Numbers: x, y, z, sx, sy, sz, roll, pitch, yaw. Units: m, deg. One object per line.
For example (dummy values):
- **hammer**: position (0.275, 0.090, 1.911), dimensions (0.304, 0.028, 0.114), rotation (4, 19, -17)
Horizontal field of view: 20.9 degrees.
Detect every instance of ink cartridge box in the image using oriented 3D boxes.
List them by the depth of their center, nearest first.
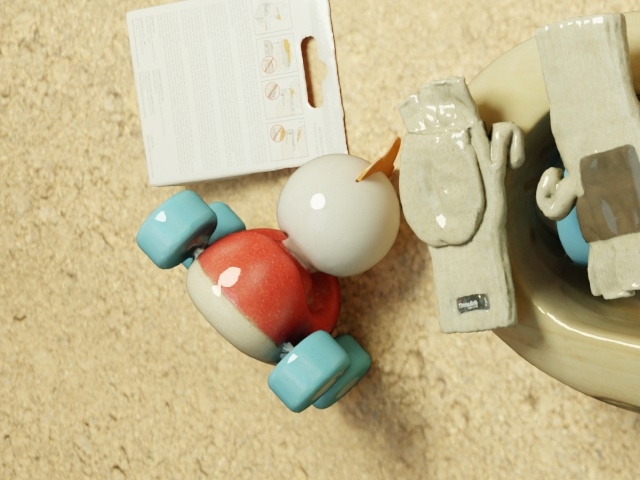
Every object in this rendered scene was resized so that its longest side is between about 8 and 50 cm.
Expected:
- **ink cartridge box**: position (-0.076, -0.153, 1.707), dimensions (0.225, 0.056, 0.181), rotation (-7, 92, 24)

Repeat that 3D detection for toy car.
- **toy car**: position (0.000, 0.000, 1.594), dimensions (0.238, 0.210, 0.219), rotation (-44, 79, 6)

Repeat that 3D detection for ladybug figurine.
- **ladybug figurine**: position (0.280, -0.023, 1.318), dimensions (0.449, 0.162, 0.305), rotation (15, 105, 40)

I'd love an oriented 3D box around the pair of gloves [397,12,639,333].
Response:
- **pair of gloves**: position (0.160, -0.045, 1.285), dimensions (0.240, 0.042, 0.204), rotation (-20, 86, 43)
